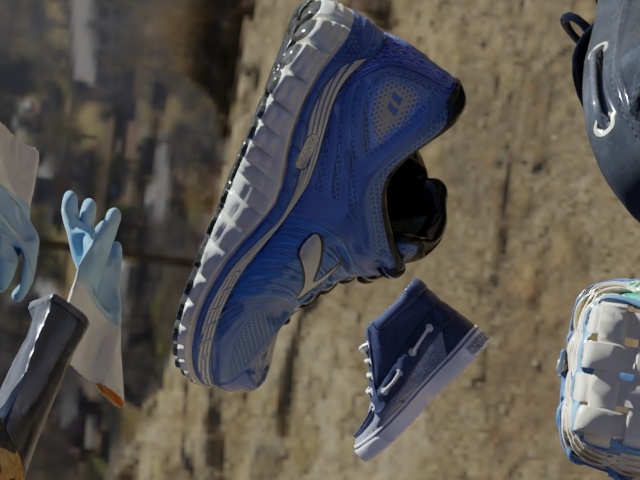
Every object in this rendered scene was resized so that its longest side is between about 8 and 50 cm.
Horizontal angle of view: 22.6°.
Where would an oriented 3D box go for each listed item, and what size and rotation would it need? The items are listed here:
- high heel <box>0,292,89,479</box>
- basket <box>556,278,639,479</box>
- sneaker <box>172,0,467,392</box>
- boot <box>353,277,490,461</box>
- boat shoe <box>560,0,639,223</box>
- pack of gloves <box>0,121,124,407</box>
[{"bbox_3d":[-0.282,0.068,0.972,0.093,0.261,0.186,-32,32,55],"label":"high heel"},{"bbox_3d":[0.347,0.139,1.509,0.289,0.254,0.201,48,-128,-75],"label":"basket"},{"bbox_3d":[0.000,0.000,1.057,0.130,0.147,0.330,-72,6,-45],"label":"sneaker"},{"bbox_3d":[0.065,0.113,1.398,0.086,0.069,0.190,43,128,6],"label":"boot"},{"bbox_3d":[0.249,-0.122,1.061,0.156,0.187,0.500,-44,6,19],"label":"boat shoe"},{"bbox_3d":[-0.209,-0.005,1.301,0.046,0.195,0.232,-31,35,14],"label":"pack of gloves"}]
